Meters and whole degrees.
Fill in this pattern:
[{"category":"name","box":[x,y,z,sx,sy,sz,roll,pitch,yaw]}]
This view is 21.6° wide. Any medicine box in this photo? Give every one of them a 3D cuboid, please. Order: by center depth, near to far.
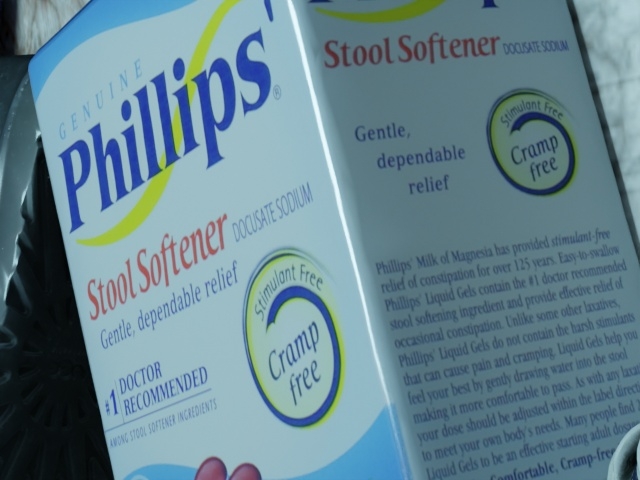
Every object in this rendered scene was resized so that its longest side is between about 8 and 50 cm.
[{"category":"medicine box","box":[0.000,0.000,0.791,0.263,0.149,0.289,-27,74,55]}]

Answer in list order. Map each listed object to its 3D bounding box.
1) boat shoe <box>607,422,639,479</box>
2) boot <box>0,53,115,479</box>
[{"category":"boat shoe","box":[0.146,0.097,0.620,0.258,0.084,0.095,-49,18,41]},{"category":"boot","box":[-0.308,0.043,1.064,0.445,0.146,0.367,10,80,39]}]
